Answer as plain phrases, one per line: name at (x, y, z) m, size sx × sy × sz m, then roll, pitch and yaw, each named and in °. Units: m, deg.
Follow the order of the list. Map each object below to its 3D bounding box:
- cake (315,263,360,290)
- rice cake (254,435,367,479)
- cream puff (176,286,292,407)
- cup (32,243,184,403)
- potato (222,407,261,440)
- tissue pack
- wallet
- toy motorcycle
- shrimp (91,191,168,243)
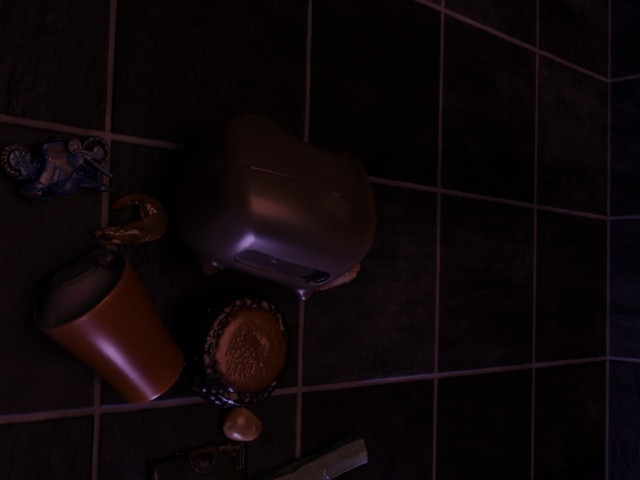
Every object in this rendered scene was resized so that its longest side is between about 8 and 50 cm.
cake at (0.013, -0.001, 1.775) m, size 0.109 × 0.090 × 0.226 m, roll -18°, pitch 99°, yaw -37°
rice cake at (-0.027, 0.512, 1.738) m, size 0.336 × 0.063 × 0.066 m, roll -12°, pitch 91°, yaw -43°
cream puff at (-0.172, 0.206, 1.532) m, size 0.239 × 0.164 × 0.239 m, roll 1°, pitch 89°, yaw -40°
cup at (-0.355, 0.139, 1.376) m, size 0.226 × 0.182 × 0.264 m, roll -86°, pitch 152°, yaw -52°
potato at (-0.160, 0.377, 1.611) m, size 0.083 × 0.062 × 0.068 m, roll 27°, pitch 97°, yaw -11°
tissue pack at (-0.083, -0.055, 1.535) m, size 0.387 × 0.267 × 0.277 m, roll 18°, pitch 57°, yaw -40°
wallet at (-0.237, 0.470, 1.554) m, size 0.232 × 0.031 × 0.122 m, roll -4°, pitch 93°, yaw -44°
toy motorcycle at (-0.446, -0.119, 1.342) m, size 0.205 × 0.076 × 0.114 m, roll -14°, pitch 108°, yaw -46°
shrimp at (-0.351, -0.041, 1.448) m, size 0.162 × 0.045 × 0.095 m, roll -9°, pitch 95°, yaw -42°
